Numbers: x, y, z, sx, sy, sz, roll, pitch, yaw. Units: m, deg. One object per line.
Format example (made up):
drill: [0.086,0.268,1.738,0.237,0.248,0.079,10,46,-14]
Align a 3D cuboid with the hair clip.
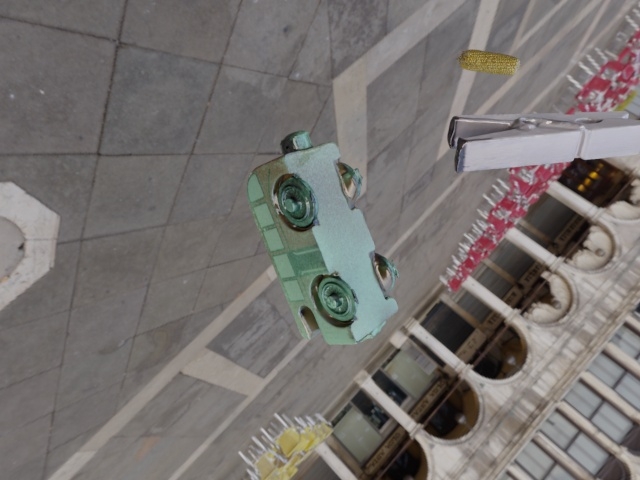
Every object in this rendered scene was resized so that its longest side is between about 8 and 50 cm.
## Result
hair clip: [0.413,-0.190,0.828,0.101,0.331,0.085,-86,174,-57]

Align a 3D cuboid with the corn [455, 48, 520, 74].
corn: [0.219,-0.235,0.581,0.028,0.083,0.027,-5,114,-56]

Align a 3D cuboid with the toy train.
toy train: [0.000,0.000,0.678,0.159,0.326,0.129,-15,-170,45]
